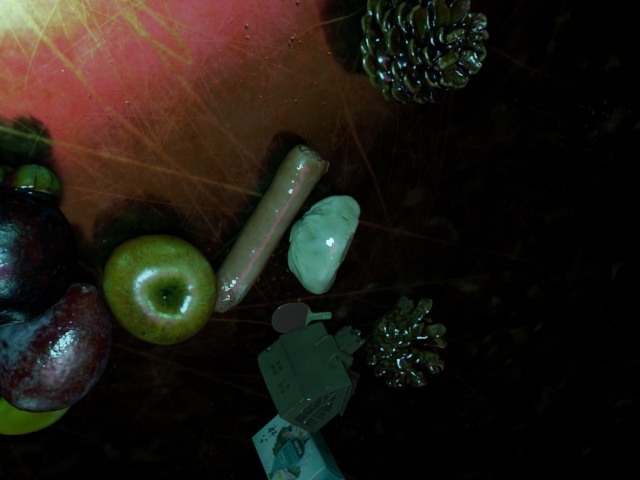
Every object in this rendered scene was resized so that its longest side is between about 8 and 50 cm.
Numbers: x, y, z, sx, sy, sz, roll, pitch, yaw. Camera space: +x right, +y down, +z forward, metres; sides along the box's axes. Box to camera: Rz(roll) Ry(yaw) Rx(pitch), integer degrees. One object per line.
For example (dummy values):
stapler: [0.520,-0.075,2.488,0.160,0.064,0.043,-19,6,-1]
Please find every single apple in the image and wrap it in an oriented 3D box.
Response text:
apple: [-0.328,0.097,1.409,0.237,0.207,0.236,-5,101,-26]

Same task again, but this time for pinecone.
pinecone: [0.193,-0.371,1.334,0.243,0.257,0.243,-24,139,-23]
pinecone: [0.219,0.263,1.742,0.201,0.229,0.202,56,45,-7]

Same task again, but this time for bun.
bun: [0.000,0.000,1.509,0.133,0.231,0.231,23,111,5]

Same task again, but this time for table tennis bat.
table tennis bat: [-0.046,0.187,1.697,0.157,0.013,0.087,-1,117,-23]

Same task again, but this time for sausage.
sausage: [-0.124,-0.016,1.487,0.094,0.094,0.419,21,107,-43]

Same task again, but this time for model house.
model house: [0.018,0.308,1.666,0.243,0.211,0.204,-44,133,13]

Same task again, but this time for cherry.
cherry: [-0.515,0.202,1.343,0.203,0.230,0.300,32,108,-35]

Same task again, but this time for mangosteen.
mangosteen: [-0.568,0.004,1.189,0.300,0.300,0.300,-12,123,-19]

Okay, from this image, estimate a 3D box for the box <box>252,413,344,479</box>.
box: [-0.061,0.552,1.759,0.153,0.245,0.092,-43,126,3]

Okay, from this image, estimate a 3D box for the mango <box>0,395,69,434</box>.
mango: [-0.618,0.352,1.484,0.191,0.085,0.122,-29,137,5]
